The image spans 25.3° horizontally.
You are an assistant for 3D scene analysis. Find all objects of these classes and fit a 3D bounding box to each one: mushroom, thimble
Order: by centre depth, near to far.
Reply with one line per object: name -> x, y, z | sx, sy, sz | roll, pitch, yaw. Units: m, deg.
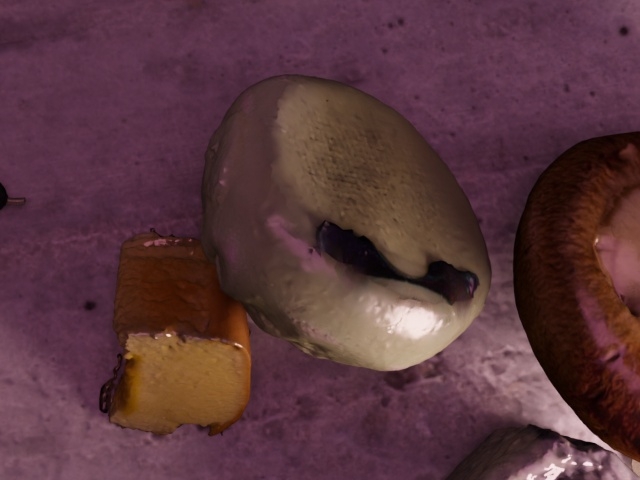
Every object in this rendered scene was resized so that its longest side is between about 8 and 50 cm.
thimble -> 0.195, 0.293, 1.300 | 0.217, 0.157, 0.245 | 12, 85, -8
mushroom -> 0.343, 0.057, 1.304 | 0.345, 0.239, 0.345 | -5, 69, 12

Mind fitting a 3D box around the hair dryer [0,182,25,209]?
hair dryer -> -0.377, -0.072, 1.314 | 0.219, 0.071, 0.124 | 18, 84, -11

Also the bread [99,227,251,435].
bread -> -0.134, 0.096, 1.331 | 0.140, 0.169, 0.160 | 3, 126, -5

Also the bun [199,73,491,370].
bun -> 0.000, 0.000, 1.280 | 0.293, 0.293, 0.187 | 49, 122, -1

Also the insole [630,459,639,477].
insole -> 0.347, 0.145, 1.398 | 0.063, 0.010, 0.192 | 18, 83, -5
